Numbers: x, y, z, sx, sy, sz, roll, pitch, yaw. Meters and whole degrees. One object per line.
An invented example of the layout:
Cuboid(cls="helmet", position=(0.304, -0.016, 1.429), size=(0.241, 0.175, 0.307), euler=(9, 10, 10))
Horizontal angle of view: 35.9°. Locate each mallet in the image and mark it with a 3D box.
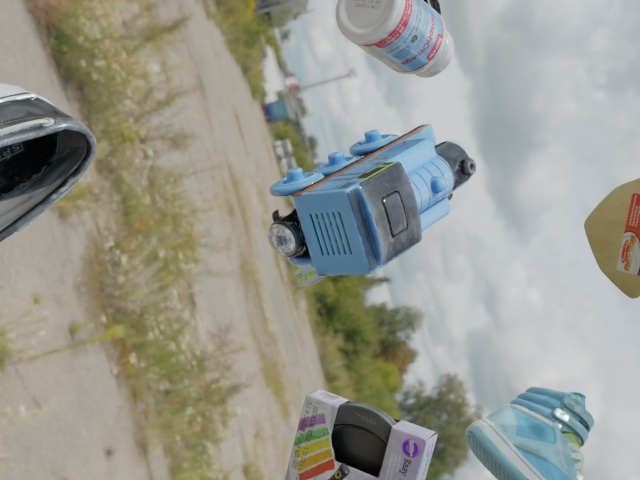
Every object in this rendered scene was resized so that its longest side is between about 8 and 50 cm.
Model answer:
Cuboid(cls="mallet", position=(-0.017, 0.389, 1.478), size=(0.062, 0.039, 0.190), euler=(47, -59, 31))

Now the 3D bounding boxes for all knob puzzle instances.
Cuboid(cls="knob puzzle", position=(0.492, -0.007, 1.492), size=(0.030, 0.213, 0.213), euler=(-1, 71, -49))

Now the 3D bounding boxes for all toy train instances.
Cuboid(cls="toy train", position=(0.043, -0.033, 0.742), size=(0.105, 0.184, 0.080), euler=(-1, -69, 43))

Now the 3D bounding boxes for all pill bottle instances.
Cuboid(cls="pill bottle", position=(0.093, -0.247, 1.157), size=(0.160, 0.087, 0.087), euler=(18, 51, -55))

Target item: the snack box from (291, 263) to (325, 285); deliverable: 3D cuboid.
Cuboid(cls="snack box", position=(0.000, 0.000, 1.509), size=(0.141, 0.037, 0.100), euler=(-37, -116, 52))

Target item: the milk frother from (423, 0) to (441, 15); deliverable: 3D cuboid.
Cuboid(cls="milk frother", position=(0.184, -0.368, 1.293), size=(0.143, 0.134, 0.129), euler=(112, -33, -77))

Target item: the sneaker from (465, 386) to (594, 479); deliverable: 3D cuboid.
Cuboid(cls="sneaker", position=(0.421, 0.372, 1.659), size=(0.319, 0.208, 0.127), euler=(45, -20, 26))

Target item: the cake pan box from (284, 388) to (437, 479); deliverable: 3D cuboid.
Cuboid(cls="cake pan box", position=(0.063, 0.424, 1.792), size=(0.070, 0.245, 0.267), euler=(-8, 115, -68))

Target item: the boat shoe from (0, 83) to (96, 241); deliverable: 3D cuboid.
Cuboid(cls="boat shoe", position=(-0.289, -0.008, 0.679), size=(0.102, 0.301, 0.108), euler=(25, -42, 37))
